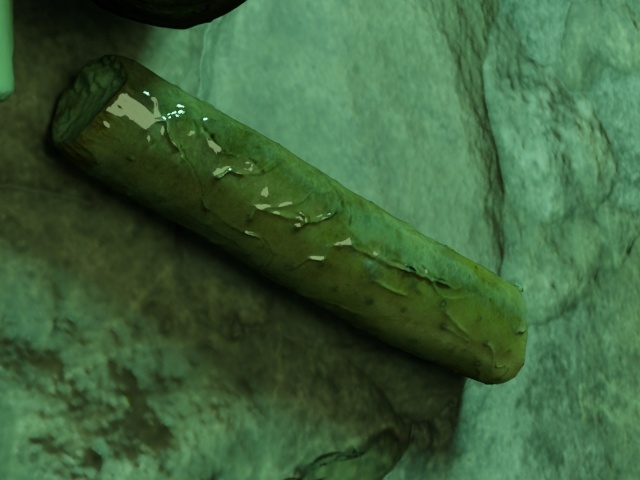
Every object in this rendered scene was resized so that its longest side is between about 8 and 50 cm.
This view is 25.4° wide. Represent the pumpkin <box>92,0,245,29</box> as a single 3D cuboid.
[{"bbox_3d":[-0.066,-0.221,0.768,0.157,0.224,0.224,18,67,0],"label":"pumpkin"}]

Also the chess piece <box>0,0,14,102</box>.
[{"bbox_3d":[-0.213,-0.212,0.674,0.194,0.194,0.299,-7,97,-42],"label":"chess piece"}]

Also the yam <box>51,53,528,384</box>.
[{"bbox_3d":[0.000,0.000,0.891,0.371,0.083,0.083,28,66,-35],"label":"yam"}]
